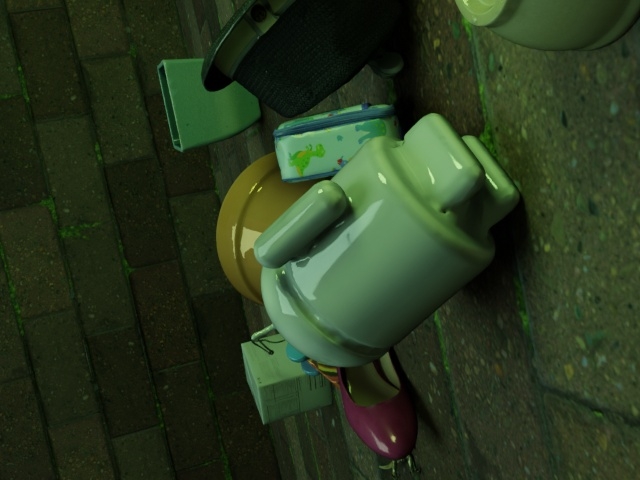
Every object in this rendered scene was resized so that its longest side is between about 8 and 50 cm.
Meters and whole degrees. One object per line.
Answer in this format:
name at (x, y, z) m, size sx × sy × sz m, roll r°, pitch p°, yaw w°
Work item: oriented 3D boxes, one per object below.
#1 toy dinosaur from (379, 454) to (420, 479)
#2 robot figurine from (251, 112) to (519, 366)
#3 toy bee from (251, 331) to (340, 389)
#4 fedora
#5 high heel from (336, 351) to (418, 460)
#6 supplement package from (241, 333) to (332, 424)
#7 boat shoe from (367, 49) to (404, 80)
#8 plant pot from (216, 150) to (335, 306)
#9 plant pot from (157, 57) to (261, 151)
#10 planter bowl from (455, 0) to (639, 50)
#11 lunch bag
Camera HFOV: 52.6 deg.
toy dinosaur at (0.159, 0.420, 1.273) m, size 0.092 × 0.053 × 0.183 m, roll -98°, pitch 12°, yaw -54°
robot figurine at (0.065, 0.017, 0.785) m, size 0.353 × 0.300 × 0.199 m, roll -45°, pitch 44°, yaw 24°
toy bee at (-0.018, 0.226, 1.529) m, size 0.298 × 0.162 × 0.195 m, roll 26°, pitch 162°, yaw 22°
fedora at (-0.004, -0.287, 0.900) m, size 0.152 × 0.334 × 0.334 m, roll 47°, pitch 166°, yaw -7°
high heel at (0.076, 0.224, 1.207) m, size 0.377 × 0.127 × 0.181 m, roll -121°, pitch 13°, yaw -57°
supplement package at (-0.097, 0.378, 1.833) m, size 0.194 × 0.203 × 0.149 m, roll -124°, pitch 25°, yaw -55°
boat shoe at (0.097, -0.253, 0.947) m, size 0.035 × 0.035 × 0.100 m, roll 54°, pitch 174°, yaw -31°
plant pot at (0.000, 0.000, 1.082) m, size 0.204 × 0.291 × 0.290 m, roll 20°, pitch 123°, yaw 53°
plant pot at (-0.313, -0.403, 1.867) m, size 0.247 × 0.253 × 0.247 m, roll -151°, pitch 50°, yaw -69°
planter bowl at (0.175, -0.232, 0.532) m, size 0.162 × 0.109 × 0.161 m, roll 168°, pitch 90°, yaw -75°
lunch bag at (0.034, -0.143, 0.923) m, size 0.219 × 0.176 × 0.090 m, roll -54°, pitch -46°, yaw -76°
